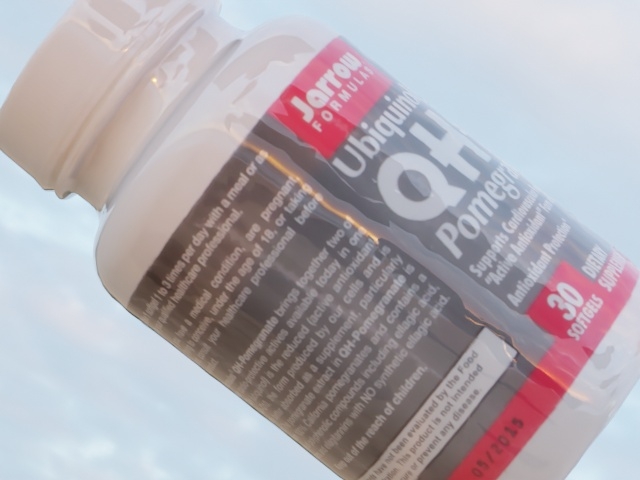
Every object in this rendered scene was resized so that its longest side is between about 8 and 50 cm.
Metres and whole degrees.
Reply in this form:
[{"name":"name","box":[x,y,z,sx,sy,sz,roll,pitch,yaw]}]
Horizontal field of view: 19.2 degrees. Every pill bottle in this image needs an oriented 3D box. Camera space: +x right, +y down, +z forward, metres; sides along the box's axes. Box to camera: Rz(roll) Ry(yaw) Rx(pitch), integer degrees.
[{"name":"pill bottle","box":[0.000,0.000,0.943,0.318,0.176,0.176,38,-21,1]}]
